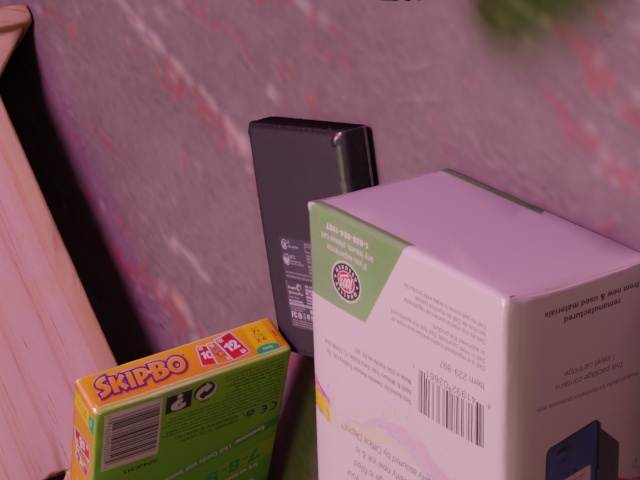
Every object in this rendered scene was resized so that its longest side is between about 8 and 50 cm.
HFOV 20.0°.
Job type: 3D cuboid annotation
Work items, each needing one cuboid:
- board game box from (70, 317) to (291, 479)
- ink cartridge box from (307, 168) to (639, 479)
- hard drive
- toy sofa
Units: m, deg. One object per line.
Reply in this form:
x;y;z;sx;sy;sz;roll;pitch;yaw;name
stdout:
-0.092;0.159;1.107;0.039;0.124;0.259;52;148;37;board game box
0.073;0.091;0.877;0.154;0.093;0.212;27;124;50;ink cartridge box
0.000;0.000;1.011;0.094;0.022;0.135;11;113;55;hard drive
-0.235;0.032;1.239;0.362;0.177;0.150;64;146;13;toy sofa
